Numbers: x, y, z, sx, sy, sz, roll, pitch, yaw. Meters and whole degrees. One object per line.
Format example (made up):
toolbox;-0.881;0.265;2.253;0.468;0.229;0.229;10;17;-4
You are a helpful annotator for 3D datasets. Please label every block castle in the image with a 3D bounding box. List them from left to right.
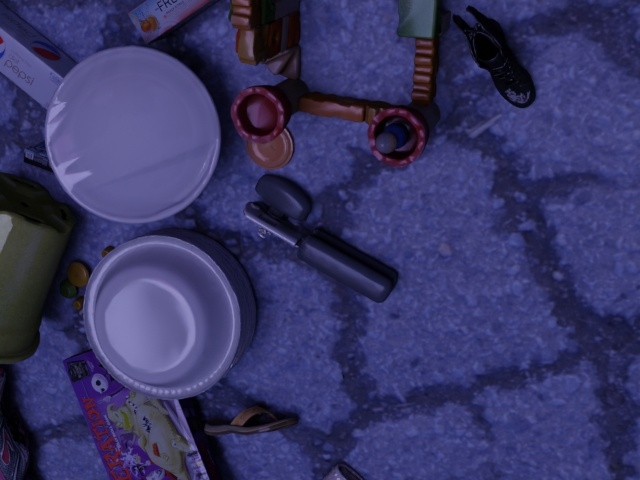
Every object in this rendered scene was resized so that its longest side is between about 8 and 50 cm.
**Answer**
block castle;0.029;-0.349;1.478;0.303;0.213;0.453;11;113;17

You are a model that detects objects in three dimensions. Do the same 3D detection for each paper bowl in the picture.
paper bowl;-0.263;0.128;1.776;0.284;0.148;0.284;2;100;14

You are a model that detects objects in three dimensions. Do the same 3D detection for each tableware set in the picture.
tableware set;-0.409;0.071;1.911;0.104;0.024;0.154;44;119;4

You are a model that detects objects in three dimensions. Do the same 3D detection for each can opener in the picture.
can opener;0.000;0.000;1.697;0.280;0.074;0.093;34;117;6

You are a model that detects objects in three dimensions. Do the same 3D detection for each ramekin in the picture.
ramekin;-0.291;-0.167;1.670;0.273;0.127;0.273;-1;98;-7

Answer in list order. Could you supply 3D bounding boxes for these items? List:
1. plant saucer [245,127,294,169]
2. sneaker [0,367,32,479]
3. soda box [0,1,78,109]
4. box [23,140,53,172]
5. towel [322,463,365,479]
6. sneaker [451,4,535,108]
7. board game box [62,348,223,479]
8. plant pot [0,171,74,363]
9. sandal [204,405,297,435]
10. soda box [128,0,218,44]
plant saucer;-0.083;-0.154;1.705;0.083;0.013;0.083;7;112;18
sneaker;-0.621;0.382;2.068;0.112;0.121;0.299;-2;111;-10
soda box;-0.500;-0.313;1.770;0.216;0.074;0.069;39;118;4
box;-0.419;-0.135;1.795;0.137;0.094;0.027;20;115;14
towel;0.081;0.545;1.886;0.282;0.049;0.187;42;117;2
sneaker;0.246;-0.256;1.499;0.051;0.089;0.170;-26;98;27
board game box;-0.319;0.346;1.932;0.208;0.056;0.347;-21;93;27
plant pot;-0.563;0.031;1.838;0.276;0.276;0.254;35;107;6
sandal;-0.128;0.318;1.877;0.180;0.072;0.049;-6;86;27
soda box;-0.207;-0.377;1.641;0.183;0.063;0.058;-27;98;26
